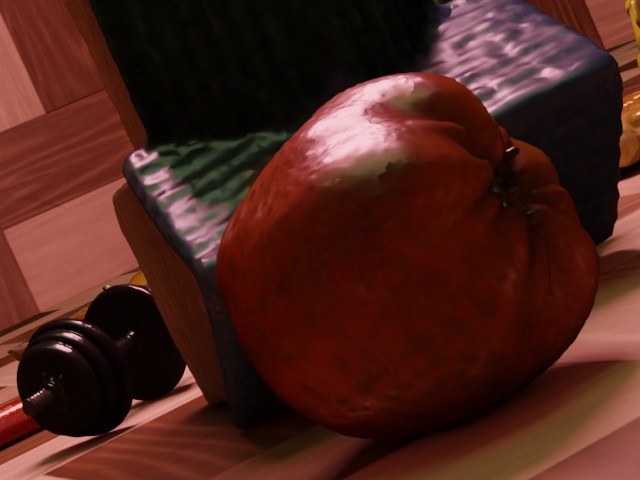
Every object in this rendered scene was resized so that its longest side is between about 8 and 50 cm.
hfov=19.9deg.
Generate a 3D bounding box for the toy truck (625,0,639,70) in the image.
[{"bbox_3d":[0.341,-0.187,1.252,0.272,0.157,0.124,-33,-36,28],"label":"toy truck"}]

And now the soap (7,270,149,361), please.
[{"bbox_3d":[-0.198,0.088,1.809,0.135,0.076,0.233,-24,5,18],"label":"soap"}]

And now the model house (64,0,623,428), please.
[{"bbox_3d":[0.005,-0.120,1.200,0.335,0.382,0.342,-27,0,-12],"label":"model house"}]

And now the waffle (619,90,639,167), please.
[{"bbox_3d":[0.260,-0.091,1.666,0.250,0.056,0.261,-25,7,-15],"label":"waffle"}]

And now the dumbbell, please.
[{"bbox_3d":[-0.166,0.093,1.432,0.099,0.099,0.208,-21,6,33],"label":"dumbbell"}]

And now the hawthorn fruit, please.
[{"bbox_3d":[0.038,0.011,0.902,0.189,0.189,0.189,-24,5,2],"label":"hawthorn fruit"}]

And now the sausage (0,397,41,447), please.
[{"bbox_3d":[-0.243,0.146,1.612,0.129,0.034,0.034,-26,5,-21],"label":"sausage"}]
